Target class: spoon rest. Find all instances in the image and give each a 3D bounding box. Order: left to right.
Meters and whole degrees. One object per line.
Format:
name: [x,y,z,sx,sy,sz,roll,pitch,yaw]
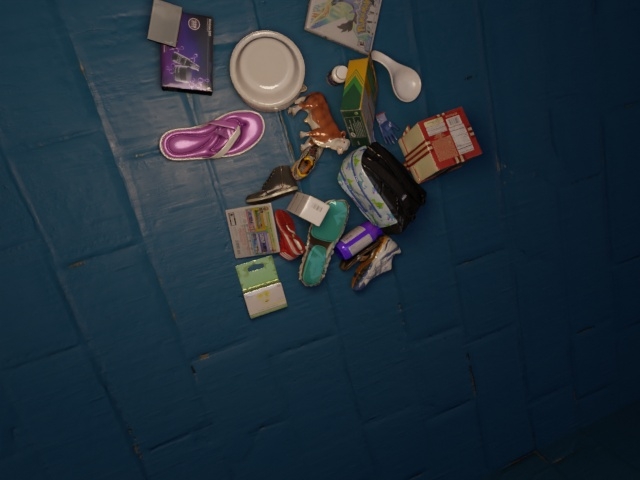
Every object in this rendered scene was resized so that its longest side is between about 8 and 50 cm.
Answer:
spoon rest: [0.322,-0.709,1.739,0.277,0.084,0.137,32,91,-19]

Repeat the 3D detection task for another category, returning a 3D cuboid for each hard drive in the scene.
hard drive: [-0.538,-0.749,1.403,0.095,0.022,0.135,11,98,-16]

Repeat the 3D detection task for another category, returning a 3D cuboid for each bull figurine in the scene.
bull figurine: [-0.008,-0.459,1.636,0.189,0.101,0.309,-16,72,-13]

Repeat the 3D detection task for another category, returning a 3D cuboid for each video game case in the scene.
video game case: [-0.281,-0.040,1.693,0.194,0.023,0.212,-8,103,4]
video game case: [0.105,-0.959,1.623,0.301,0.036,0.328,9,96,-26]

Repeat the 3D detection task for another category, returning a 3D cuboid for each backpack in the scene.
backpack: [0.245,-0.238,1.713,0.355,0.274,0.290,54,56,-28]

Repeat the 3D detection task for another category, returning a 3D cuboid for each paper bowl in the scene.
paper bowl: [-0.201,-0.644,1.538,0.285,0.148,0.283,-1,97,-5]

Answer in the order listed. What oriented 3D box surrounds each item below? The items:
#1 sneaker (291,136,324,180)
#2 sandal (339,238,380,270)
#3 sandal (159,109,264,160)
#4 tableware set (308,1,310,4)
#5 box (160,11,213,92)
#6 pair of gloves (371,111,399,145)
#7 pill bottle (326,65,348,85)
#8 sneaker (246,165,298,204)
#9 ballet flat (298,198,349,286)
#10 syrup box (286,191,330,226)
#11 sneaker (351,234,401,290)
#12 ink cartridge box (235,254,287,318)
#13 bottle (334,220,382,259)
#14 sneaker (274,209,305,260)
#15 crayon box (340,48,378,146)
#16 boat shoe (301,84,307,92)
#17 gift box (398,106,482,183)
sneaker: [-0.039,-0.350,1.695,0.088,0.093,0.225,27,87,-19]
sandal: [0.184,0.069,1.850,0.219,0.090,0.060,-43,118,-6]
sandal: [-0.408,-0.393,1.572,0.417,0.102,0.169,-21,106,-12]
tableware set: [-0.028,-0.980,1.606,0.194,0.039,0.128,45,75,-25]
box: [-0.490,-0.685,1.494,0.185,0.103,0.260,-1,101,-19]
pair of gloves: [0.254,-0.473,1.798,0.198,0.023,0.159,-32,110,-8]
pill bottle: [0.072,-0.672,1.651,0.067,0.120,0.066,-3,101,-15]
sneaker: [-0.214,-0.229,1.688,0.222,0.083,0.117,-18,85,-4]
ballet flat: [0.000,0.000,1.754,0.147,0.147,0.408,19,102,-19]
syrup box: [-0.056,-0.133,1.658,0.093,0.237,0.096,27,93,-20]
sneaker: [0.264,0.125,1.872,0.131,0.112,0.296,35,90,-20]
ink cartridge box: [-0.256,0.202,1.763,0.171,0.056,0.234,-17,107,-12]
bottle: [0.191,-0.023,1.816,0.283,0.118,0.092,-34,107,-13]
sneaker: [-0.162,-0.014,1.732,0.087,0.128,0.221,-8,67,-45]
crayon box: [0.161,-0.565,1.615,0.083,0.203,0.322,1,62,20]
boat shoe: [-0.123,-0.625,1.644,0.137,0.043,0.048,5,101,-16]
gift box: [0.508,-0.422,1.767,0.256,0.258,0.275,-17,85,-11]
